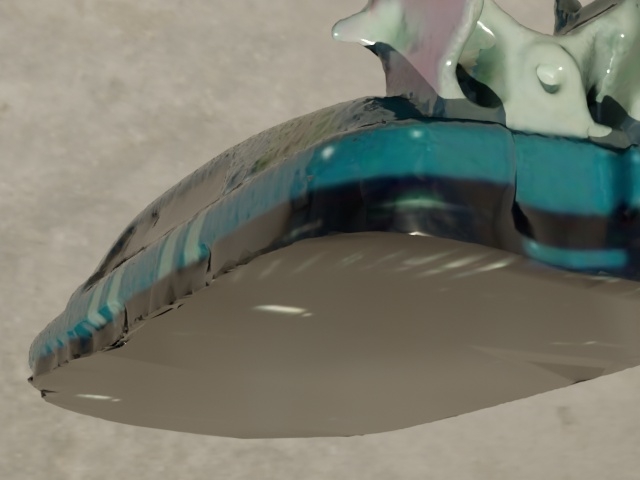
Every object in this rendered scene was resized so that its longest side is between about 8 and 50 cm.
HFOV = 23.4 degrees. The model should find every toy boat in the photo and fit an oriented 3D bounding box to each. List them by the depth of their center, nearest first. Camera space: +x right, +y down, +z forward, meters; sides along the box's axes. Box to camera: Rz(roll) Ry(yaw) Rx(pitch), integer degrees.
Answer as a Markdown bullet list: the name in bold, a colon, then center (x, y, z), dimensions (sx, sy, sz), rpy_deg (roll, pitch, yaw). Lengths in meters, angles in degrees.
- **toy boat**: center (0.000, 0.000, 0.481), dimensions (0.299, 0.134, 0.092), rpy_deg (-26, 58, 61)
